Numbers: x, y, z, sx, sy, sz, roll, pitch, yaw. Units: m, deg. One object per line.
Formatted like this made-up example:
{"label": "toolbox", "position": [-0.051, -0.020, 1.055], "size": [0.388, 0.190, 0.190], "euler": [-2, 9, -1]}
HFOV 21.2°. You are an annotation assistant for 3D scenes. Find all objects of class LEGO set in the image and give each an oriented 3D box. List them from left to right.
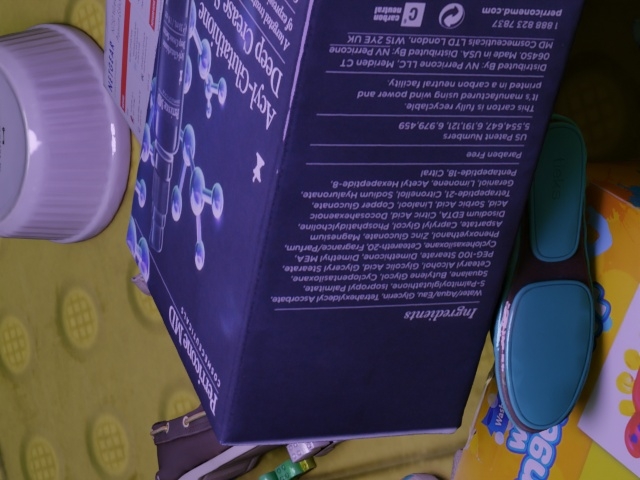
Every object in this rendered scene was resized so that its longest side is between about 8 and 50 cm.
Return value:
{"label": "LEGO set", "position": [-0.053, 0.279, 1.816], "size": [0.227, 0.093, 0.087], "euler": [-40, 68, 43]}

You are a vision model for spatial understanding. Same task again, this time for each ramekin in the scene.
{"label": "ramekin", "position": [-0.357, -0.125, 2.052], "size": [0.273, 0.127, 0.273], "euler": [10, 103, 46]}

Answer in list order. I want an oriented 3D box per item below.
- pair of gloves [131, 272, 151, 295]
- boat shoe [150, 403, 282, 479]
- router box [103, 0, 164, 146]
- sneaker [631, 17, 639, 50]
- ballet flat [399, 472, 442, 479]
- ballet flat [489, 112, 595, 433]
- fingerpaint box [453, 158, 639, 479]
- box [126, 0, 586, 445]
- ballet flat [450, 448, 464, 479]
{"label": "pair of gloves", "position": [-0.064, 0.065, 1.742], "size": [0.240, 0.204, 0.042], "euler": [-13, 49, 51]}
{"label": "boat shoe", "position": [-0.085, 0.188, 1.824], "size": [0.324, 0.116, 0.097], "euler": [-38, 72, 50]}
{"label": "router box", "position": [-0.114, -0.165, 1.723], "size": [0.301, 0.082, 0.335], "euler": [57, 156, 24]}
{"label": "sneaker", "position": [0.318, -0.242, 1.322], "size": [0.122, 0.110, 0.283], "euler": [45, 126, 37]}
{"label": "ballet flat", "position": [0.105, 0.353, 1.669], "size": [0.086, 0.086, 0.248], "euler": [-21, 82, 47]}
{"label": "ballet flat", "position": [0.167, 0.022, 1.331], "size": [0.087, 0.083, 0.247], "euler": [-161, 71, -72]}
{"label": "fingerpaint box", "position": [0.301, 0.208, 1.369], "size": [0.371, 0.163, 0.445], "euler": [34, 118, 40]}
{"label": "box", "position": [0.007, -0.087, 1.326], "size": [0.293, 0.212, 0.396], "euler": [-123, 38, -51]}
{"label": "ballet flat", "position": [0.152, 0.280, 1.626], "size": [0.057, 0.052, 0.168], "euler": [-28, 76, 46]}
